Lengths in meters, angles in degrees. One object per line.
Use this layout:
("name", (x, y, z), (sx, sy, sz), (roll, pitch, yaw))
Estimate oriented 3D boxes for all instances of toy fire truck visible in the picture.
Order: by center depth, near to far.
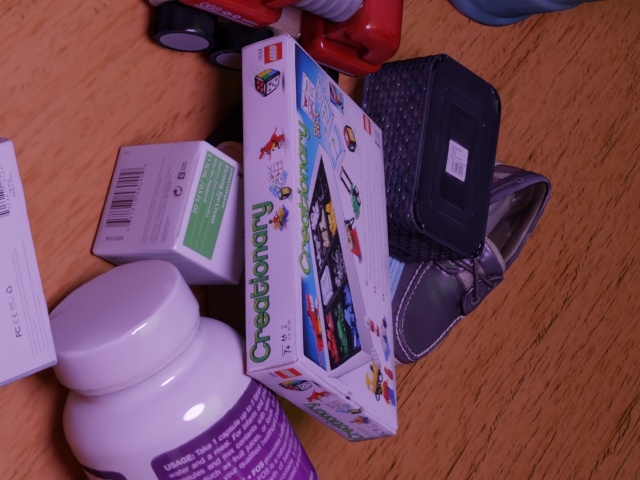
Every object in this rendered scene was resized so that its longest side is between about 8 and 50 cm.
("toy fire truck", (0.004, -0.243, 1.483), (0.217, 0.246, 0.159), (17, 72, -38))

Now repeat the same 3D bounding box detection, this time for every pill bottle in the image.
("pill bottle", (-0.108, 0.170, 1.428), (0.169, 0.169, 0.301), (-49, 125, -38))

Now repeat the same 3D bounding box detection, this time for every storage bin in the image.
("storage bin", (0.102, -0.078, 1.679), (0.122, 0.084, 0.180), (27, 66, -47))

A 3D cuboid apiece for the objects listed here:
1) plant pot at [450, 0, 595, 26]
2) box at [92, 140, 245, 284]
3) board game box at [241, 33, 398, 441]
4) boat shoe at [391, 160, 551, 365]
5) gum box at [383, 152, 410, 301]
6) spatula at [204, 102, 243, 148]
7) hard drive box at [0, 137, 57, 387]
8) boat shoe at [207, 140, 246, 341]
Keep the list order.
("plant pot", (0.321, -0.390, 1.787), (0.341, 0.334, 0.341), (-10, 103, -50))
("box", (-0.120, -0.021, 1.468), (0.087, 0.102, 0.101), (32, 65, -46))
("board game box", (0.000, 0.000, 1.490), (0.193, 0.053, 0.305), (41, 41, -54))
("boat shoe", (0.148, 0.016, 1.784), (0.285, 0.092, 0.103), (-51, 125, -37))
("gum box", (0.020, -0.025, 1.676), (0.184, 0.041, 0.157), (43, 58, -41))
("spatula", (-0.034, -0.158, 1.624), (0.296, 0.030, 0.084), (-53, 126, -35))
("hard drive box", (-0.318, 0.038, 1.247), (0.232, 0.089, 0.181), (-21, 105, -48))
("boat shoe", (-0.065, 0.009, 1.557), (0.065, 0.075, 0.206), (-18, 109, -50))
